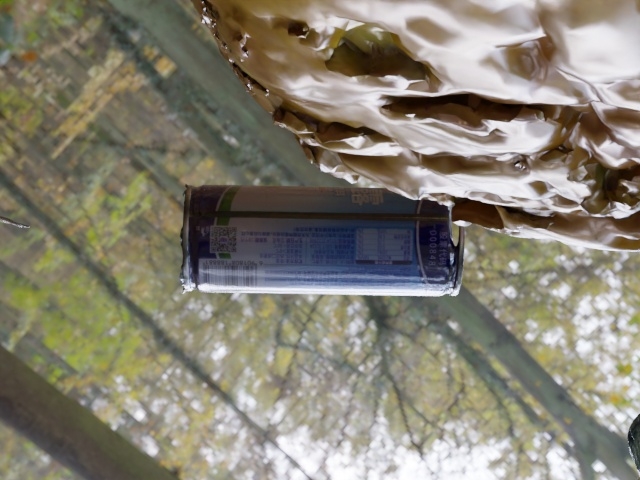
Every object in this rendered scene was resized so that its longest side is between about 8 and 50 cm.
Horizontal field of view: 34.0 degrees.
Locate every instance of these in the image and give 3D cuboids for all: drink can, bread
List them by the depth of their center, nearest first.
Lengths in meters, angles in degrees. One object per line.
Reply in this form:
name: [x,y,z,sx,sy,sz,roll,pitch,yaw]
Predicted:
bread: [0.139,-0.128,0.464,0.398,0.398,0.215,-16,-123,58]
drink can: [0.000,0.000,0.898,0.235,0.097,0.097,0,-156,-2]

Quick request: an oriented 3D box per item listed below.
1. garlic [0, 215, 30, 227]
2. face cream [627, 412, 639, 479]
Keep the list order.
garlic: [-0.471,-0.023,1.300,0.090,0.128,0.198,-57,171,24]
face cream: [0.257,0.216,0.681,0.163,0.080,0.337,-1,-159,6]
